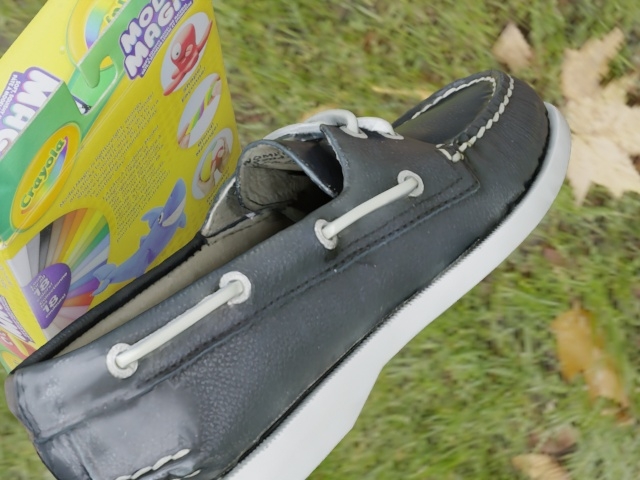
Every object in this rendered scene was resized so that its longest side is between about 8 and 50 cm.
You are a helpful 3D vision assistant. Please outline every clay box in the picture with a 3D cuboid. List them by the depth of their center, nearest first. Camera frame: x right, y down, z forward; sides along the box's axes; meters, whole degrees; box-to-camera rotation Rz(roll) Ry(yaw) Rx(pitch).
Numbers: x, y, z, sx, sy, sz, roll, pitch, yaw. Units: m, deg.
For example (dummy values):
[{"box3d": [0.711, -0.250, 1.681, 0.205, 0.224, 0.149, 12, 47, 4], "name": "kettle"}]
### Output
[{"box3d": [-0.089, -0.022, 0.695, 0.053, 0.222, 0.127, 29, 69, 17], "name": "clay box"}]

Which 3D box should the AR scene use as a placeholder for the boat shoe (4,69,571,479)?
[{"box3d": [0.000, 0.000, 0.679, 0.114, 0.302, 0.091, -22, 108, 41], "name": "boat shoe"}]
